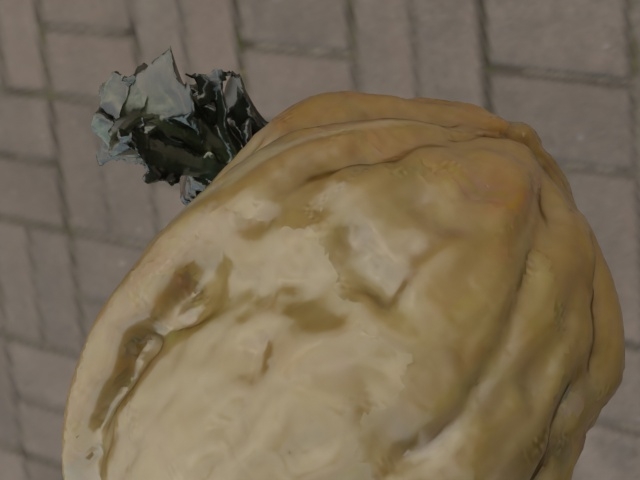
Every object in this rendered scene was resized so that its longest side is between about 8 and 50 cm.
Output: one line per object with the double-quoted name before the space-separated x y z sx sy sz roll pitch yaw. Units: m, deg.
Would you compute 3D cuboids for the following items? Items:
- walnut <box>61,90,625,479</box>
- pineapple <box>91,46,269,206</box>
"walnut" 0.006 0.056 0.677 0.245 0.198 0.198 -46 68 4
"pineapple" 0.000 0.000 0.844 0.251 0.125 0.125 34 139 -18
